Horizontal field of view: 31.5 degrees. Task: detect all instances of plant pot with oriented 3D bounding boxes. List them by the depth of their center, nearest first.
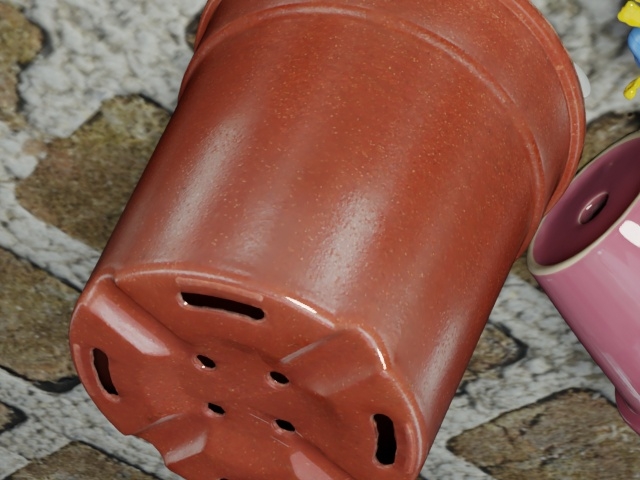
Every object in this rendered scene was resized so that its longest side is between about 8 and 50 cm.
[{"bbox_3d":[0.000,0.000,0.678,0.272,0.265,0.272,13,138,13],"label":"plant pot"},{"bbox_3d":[0.249,0.029,0.775,0.180,0.201,0.201,40,134,-12],"label":"plant pot"}]

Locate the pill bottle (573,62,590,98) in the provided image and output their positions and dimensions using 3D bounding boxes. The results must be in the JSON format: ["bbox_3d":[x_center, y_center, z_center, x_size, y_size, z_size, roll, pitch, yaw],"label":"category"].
[{"bbox_3d":[0.140,-0.086,0.759,0.043,0.043,0.083,28,137,-22],"label":"pill bottle"}]

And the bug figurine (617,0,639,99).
[{"bbox_3d":[0.150,-0.202,0.579,0.279,0.072,0.216,32,129,-10],"label":"bug figurine"}]
